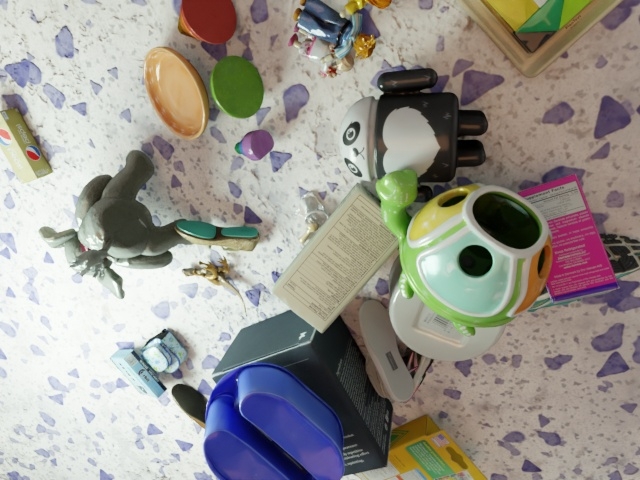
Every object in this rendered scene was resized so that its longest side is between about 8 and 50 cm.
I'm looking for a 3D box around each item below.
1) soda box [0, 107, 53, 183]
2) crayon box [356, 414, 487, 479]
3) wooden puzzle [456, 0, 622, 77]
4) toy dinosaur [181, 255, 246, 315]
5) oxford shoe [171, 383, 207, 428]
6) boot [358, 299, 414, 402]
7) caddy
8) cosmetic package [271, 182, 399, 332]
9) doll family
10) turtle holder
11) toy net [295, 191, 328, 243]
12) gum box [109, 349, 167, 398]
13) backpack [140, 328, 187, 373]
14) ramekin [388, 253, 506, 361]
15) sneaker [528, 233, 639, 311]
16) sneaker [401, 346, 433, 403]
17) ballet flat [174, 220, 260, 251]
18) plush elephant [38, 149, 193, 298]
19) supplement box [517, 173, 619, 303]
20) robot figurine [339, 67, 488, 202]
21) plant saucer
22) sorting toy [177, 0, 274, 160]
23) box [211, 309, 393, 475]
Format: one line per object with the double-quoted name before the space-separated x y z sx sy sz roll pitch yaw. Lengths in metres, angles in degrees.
"soda box" -0.779 -0.244 1.215 0.061 0.058 0.182 -13 110 20
"crayon box" 0.269 0.622 1.317 0.322 0.083 0.203 -36 101 27
"wooden puzzle" 0.378 -0.443 0.812 0.238 0.044 0.221 44 118 -7
"toy dinosaur" -0.266 0.102 1.244 0.211 0.064 0.112 26 137 13
"oxford shoe" -0.390 0.534 1.466 0.212 0.076 0.076 45 130 -6
"boot" 0.141 0.282 1.189 0.123 0.095 0.259 -33 74 63
"caddy" -0.100 0.432 1.037 0.341 0.179 0.241 44 92 -7
"cosmetic package" 0.044 0.034 1.039 0.153 0.129 0.296 40 102 -5
"doll family" 0.043 -0.423 0.871 0.163 0.118 0.263 29 118 1
"turtle holder" 0.266 -0.007 0.849 0.320 0.243 0.227 62 162 23
"toy net" 0.000 0.000 1.122 0.122 0.045 0.232 -1 114 16
"gum box" -0.554 0.400 1.417 0.184 0.041 0.157 -16 113 53
"backpack" -0.463 0.338 1.385 0.105 0.084 0.114 -33 105 28
"ramekin" 0.284 0.137 1.057 0.277 0.135 0.278 6 116 12
"sneaker" 0.540 0.073 0.994 0.275 0.107 0.110 -24 134 20
"sneaker" 0.232 0.337 1.214 0.077 0.072 0.178 31 119 23
"ballet flat" -0.254 -0.002 1.158 0.206 0.073 0.067 8 127 -5
"plush elephant" -0.515 -0.006 1.152 0.255 0.330 0.272 -17 117 41
"supplement box" 0.468 0.002 0.900 0.113 0.111 0.220 -17 74 22
"robot figurine" 0.174 -0.196 0.908 0.277 0.173 0.209 3 76 14
"plant saucer" -0.309 -0.321 1.025 0.199 0.037 0.200 26 136 28
"sorting toy" -0.216 -0.343 1.009 0.126 0.127 0.366 4 122 46
"box" -0.032 0.395 1.216 0.293 0.212 0.396 -23 107 21
